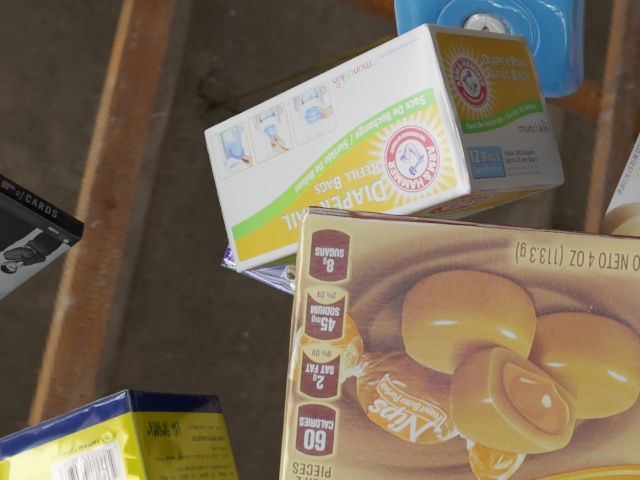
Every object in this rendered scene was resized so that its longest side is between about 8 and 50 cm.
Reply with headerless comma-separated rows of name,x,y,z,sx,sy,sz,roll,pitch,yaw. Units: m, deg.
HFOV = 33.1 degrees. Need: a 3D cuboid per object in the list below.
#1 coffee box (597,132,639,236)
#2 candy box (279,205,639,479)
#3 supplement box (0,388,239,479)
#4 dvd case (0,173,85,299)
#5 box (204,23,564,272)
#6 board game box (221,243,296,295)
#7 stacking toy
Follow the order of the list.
coffee box,0.323,-0.006,0.845,0.118,0.168,0.297,10,-70,-27
candy box,0.073,0.150,0.493,0.182,0.087,0.317,4,-91,10
supplement box,-0.197,0.365,1.192,0.194,0.195,0.357,22,-131,-63
dvd case,-0.394,0.000,1.150,0.179,0.238,0.030,34,-138,-32
box,0.038,-0.056,0.709,0.114,0.203,0.103,-7,-99,-49
board game box,0.000,0.000,1.188,0.035,0.201,0.136,4,-73,-66
stacking toy,0.182,-0.288,1.022,0.175,0.165,0.302,76,-154,-47
